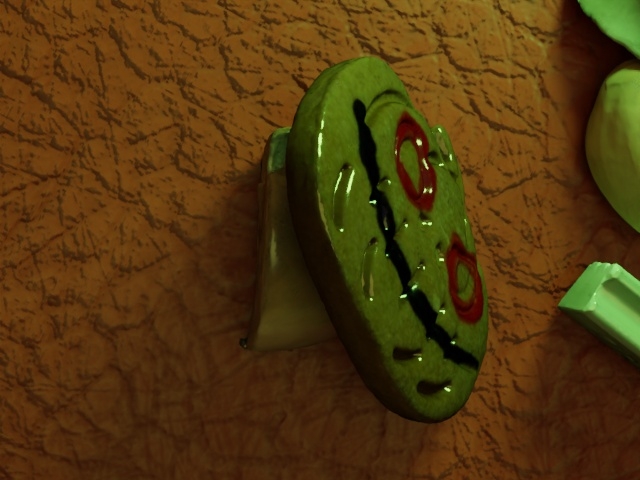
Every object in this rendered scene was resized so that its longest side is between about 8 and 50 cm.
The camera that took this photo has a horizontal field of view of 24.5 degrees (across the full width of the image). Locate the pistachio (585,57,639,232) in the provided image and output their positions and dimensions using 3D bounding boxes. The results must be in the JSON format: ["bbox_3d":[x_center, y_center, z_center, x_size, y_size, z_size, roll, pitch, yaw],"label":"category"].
[{"bbox_3d":[0.360,-0.098,1.572,0.145,0.117,0.200,-9,101,31],"label":"pistachio"}]

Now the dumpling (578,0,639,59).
[{"bbox_3d":[0.418,-0.329,1.522,0.270,0.212,0.321,11,48,1],"label":"dumpling"}]

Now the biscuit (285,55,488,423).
[{"bbox_3d":[0.086,-0.009,1.465,0.063,0.314,0.367,-10,119,32],"label":"biscuit"}]

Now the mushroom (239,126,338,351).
[{"bbox_3d":[0.013,0.003,1.497,0.162,0.173,0.236,3,89,-9],"label":"mushroom"}]

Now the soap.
[{"bbox_3d":[0.357,0.106,1.563,0.198,0.119,0.066,37,86,-5],"label":"soap"}]
